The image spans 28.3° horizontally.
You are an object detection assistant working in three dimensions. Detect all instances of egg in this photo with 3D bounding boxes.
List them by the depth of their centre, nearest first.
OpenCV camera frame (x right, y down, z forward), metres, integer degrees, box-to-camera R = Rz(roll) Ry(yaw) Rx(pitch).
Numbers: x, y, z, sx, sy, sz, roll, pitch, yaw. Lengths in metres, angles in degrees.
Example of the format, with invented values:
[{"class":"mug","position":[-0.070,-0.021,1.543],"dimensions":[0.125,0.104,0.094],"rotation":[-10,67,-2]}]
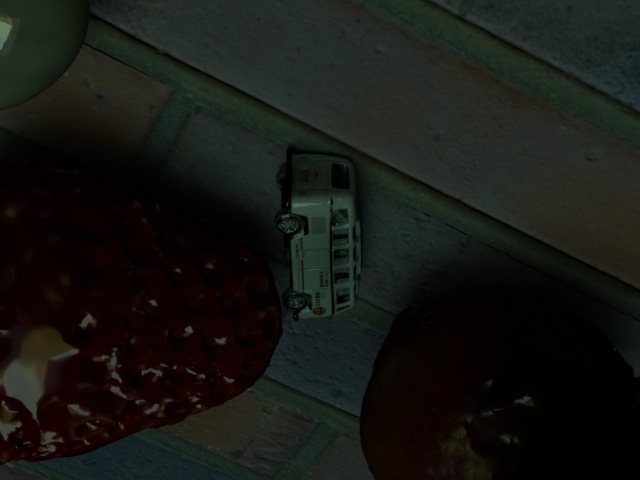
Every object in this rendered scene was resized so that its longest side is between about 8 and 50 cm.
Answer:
[{"class":"egg","position":[-0.299,-0.196,1.156],"dimensions":[0.151,0.151,0.209],"rotation":[40,136,-24]}]

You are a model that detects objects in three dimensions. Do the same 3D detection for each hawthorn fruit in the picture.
[{"class":"hawthorn fruit","position":[0.187,0.194,1.321],"dimensions":[0.316,0.316,0.316],"rotation":[7,135,7]}]

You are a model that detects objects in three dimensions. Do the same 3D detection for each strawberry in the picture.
[{"class":"strawberry","position":[-0.211,0.070,1.296],"dimensions":[0.345,0.317,0.295],"rotation":[-2,137,-2]}]

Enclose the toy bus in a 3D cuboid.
[{"class":"toy bus","position":[0.000,0.000,1.326],"dimensions":[0.089,0.087,0.194],"rotation":[-2,133,1]}]
